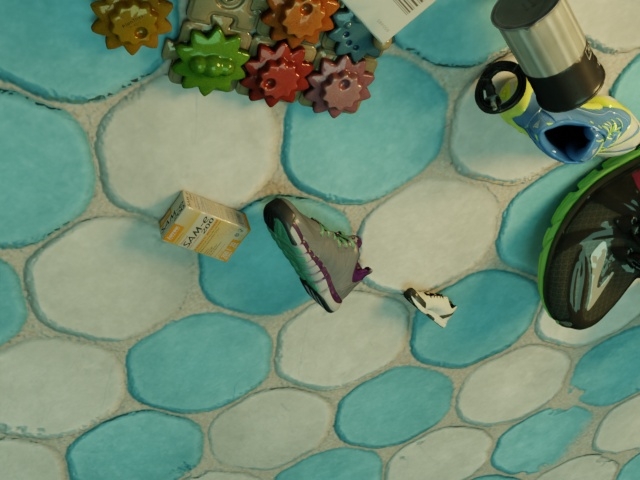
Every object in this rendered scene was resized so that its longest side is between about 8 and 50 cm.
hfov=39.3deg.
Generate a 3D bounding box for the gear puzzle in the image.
[{"bbox_3d":[-0.075,-0.222,0.970,0.339,0.044,0.175,6,129,-25],"label":"gear puzzle"}]

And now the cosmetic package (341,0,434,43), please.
[{"bbox_3d":[0.047,-0.317,0.826,0.151,0.183,0.151,-38,133,17],"label":"cosmetic package"}]

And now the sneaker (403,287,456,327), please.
[{"bbox_3d":[0.167,0.092,1.365,0.043,0.040,0.109,-51,134,6],"label":"sneaker"}]

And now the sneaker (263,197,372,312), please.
[{"bbox_3d":[0.000,0.000,1.201,0.098,0.083,0.223,-40,141,-11],"label":"sneaker"}]

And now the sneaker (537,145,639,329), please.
[{"bbox_3d":[0.493,-0.036,1.239,0.185,0.202,0.483,23,121,-34],"label":"sneaker"}]

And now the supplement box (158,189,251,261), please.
[{"bbox_3d":[-0.147,-0.017,1.143,0.098,0.036,0.062,20,122,-33],"label":"supplement box"}]

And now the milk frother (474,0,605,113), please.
[{"bbox_3d":[0.228,-0.216,1.030,0.143,0.129,0.134,-32,128,13],"label":"milk frother"}]

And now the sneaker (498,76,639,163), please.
[{"bbox_3d":[0.336,-0.130,1.147,0.240,0.126,0.091,10,128,-27],"label":"sneaker"}]
